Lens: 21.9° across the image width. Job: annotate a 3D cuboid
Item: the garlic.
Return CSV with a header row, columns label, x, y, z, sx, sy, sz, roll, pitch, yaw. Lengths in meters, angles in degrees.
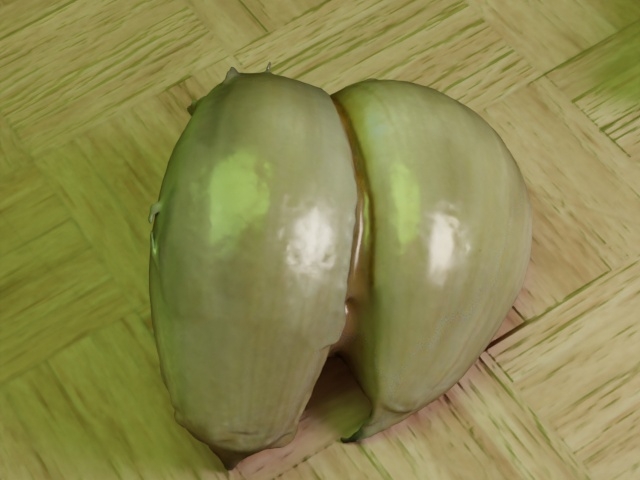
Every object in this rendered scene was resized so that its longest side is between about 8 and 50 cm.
label,x,y,z,sx,sy,sz,roll,pitch,yaw
garlic,0.000,0.000,1.227,0.249,0.286,0.313,-43,32,36
